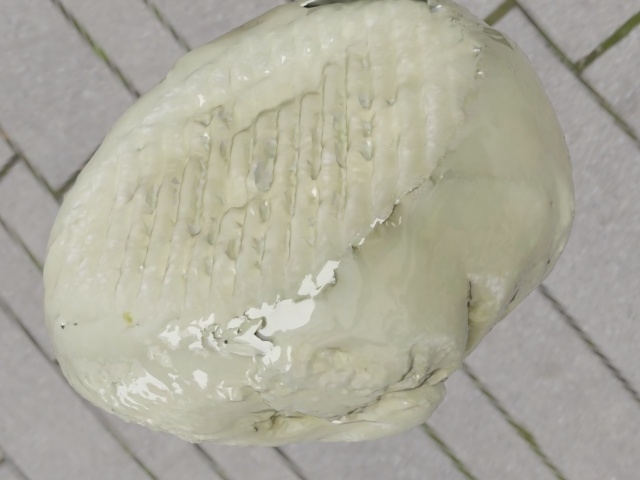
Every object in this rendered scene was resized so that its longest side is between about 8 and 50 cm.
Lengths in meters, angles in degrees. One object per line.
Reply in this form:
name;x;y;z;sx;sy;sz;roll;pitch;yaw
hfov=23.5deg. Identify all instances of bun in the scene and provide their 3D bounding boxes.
bun;0.000;0.000;1.028;0.359;0.360;0.211;-5;135;30
